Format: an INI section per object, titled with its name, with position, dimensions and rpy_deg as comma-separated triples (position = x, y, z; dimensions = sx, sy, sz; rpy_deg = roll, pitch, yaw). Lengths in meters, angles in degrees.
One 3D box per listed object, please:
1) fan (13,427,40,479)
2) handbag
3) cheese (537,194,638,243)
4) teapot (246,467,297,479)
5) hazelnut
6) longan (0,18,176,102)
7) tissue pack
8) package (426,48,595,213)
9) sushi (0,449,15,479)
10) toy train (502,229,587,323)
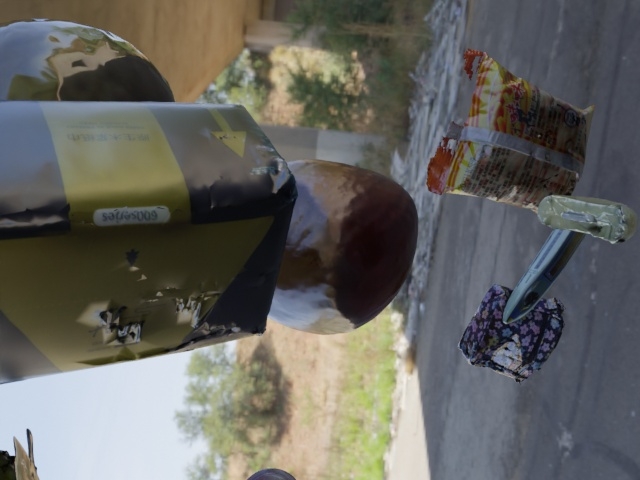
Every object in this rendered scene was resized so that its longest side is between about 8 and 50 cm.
[fan]
position = -0.352, 0.289, 0.832
dimensions = 0.220, 0.009, 0.132
rpy_deg = -146, 43, -62
[handbag]
position = 0.467, 0.219, 1.646
dimensions = 0.127, 0.207, 0.229
rpy_deg = -114, 44, -69
[cheese]
position = 0.383, -0.031, 0.922
dimensions = 0.235, 0.127, 0.050
rpy_deg = -4, -77, -50
[teapot]
position = -0.069, 0.486, 1.225
dimensions = 0.146, 0.148, 0.116
rpy_deg = 87, -172, -53
[hazelnut]
position = 0.000, 0.000, 1.400
dimensions = 0.421, 0.420, 0.353
rpy_deg = -87, -20, -78
[longan]
position = -0.426, -0.169, 1.122
dimensions = 0.391, 0.391, 0.391
rpy_deg = -174, 90, -89
[tissue pack]
position = -0.263, -0.012, 0.806
dimensions = 0.253, 0.416, 0.264
rpy_deg = 54, 138, 40
[package]
position = 0.318, -0.150, 1.059
dimensions = 0.108, 0.288, 0.223
rpy_deg = 14, 90, 65
[sushi]
position = -0.676, 0.539, 1.244
dimensions = 0.281, 0.294, 0.299
rpy_deg = -81, -31, -53
[toy train]
position = 0.443, 0.065, 1.346
dimensions = 0.252, 0.055, 0.048
rpy_deg = -55, 27, -8
